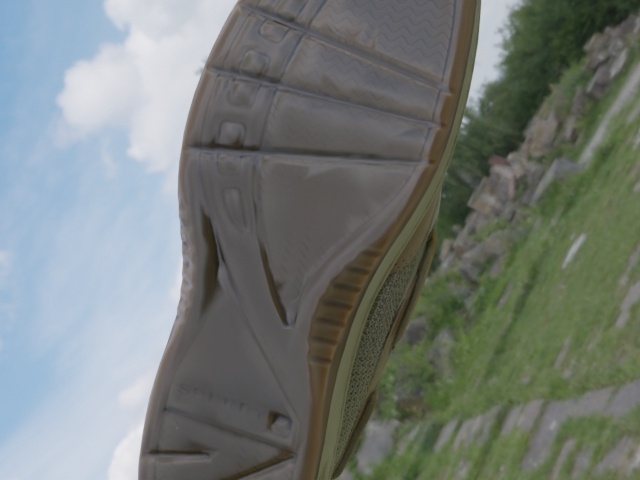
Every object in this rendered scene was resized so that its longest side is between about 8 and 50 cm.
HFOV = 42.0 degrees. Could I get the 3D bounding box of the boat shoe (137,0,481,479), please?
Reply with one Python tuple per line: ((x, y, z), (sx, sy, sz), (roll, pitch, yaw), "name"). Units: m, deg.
((0.000, 0.000, 0.377), (0.098, 0.109, 0.303), (-13, -61, -69), "boat shoe")
